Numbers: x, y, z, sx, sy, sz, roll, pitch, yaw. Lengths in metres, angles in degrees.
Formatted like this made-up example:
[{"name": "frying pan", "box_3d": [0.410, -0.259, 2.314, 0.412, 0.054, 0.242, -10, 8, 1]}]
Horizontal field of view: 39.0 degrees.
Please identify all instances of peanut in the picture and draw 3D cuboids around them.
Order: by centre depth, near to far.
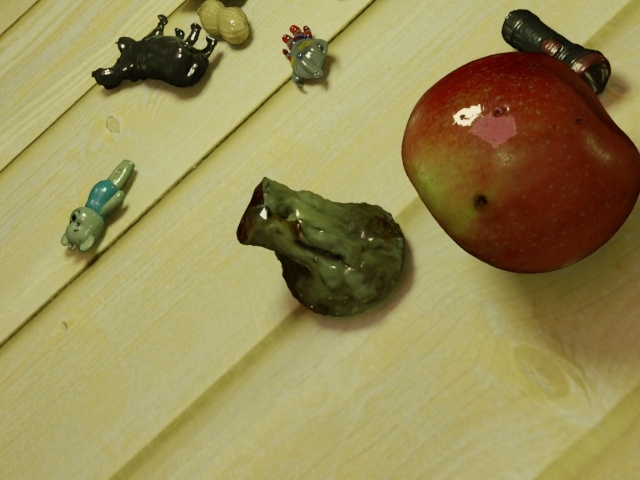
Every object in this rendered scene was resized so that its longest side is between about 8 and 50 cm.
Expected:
[{"name": "peanut", "box_3d": [-0.223, -0.503, 2.068, 0.187, 0.082, 0.082, 31, 80, 41]}]

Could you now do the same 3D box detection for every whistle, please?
[{"name": "whistle", "box_3d": [-0.479, -0.079, 1.959, 0.114, 0.077, 0.235, 14, 67, 43]}]

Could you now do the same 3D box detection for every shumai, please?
[{"name": "shumai", "box_3d": [0.000, 0.000, 1.542, 0.272, 0.203, 0.222, 1, 64, 27]}]

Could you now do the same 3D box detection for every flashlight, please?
[{"name": "flashlight", "box_3d": [0.402, -0.332, 1.577, 0.093, 0.093, 0.232, -40, 49, 4]}]

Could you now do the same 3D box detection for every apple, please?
[{"name": "apple", "box_3d": [0.298, -0.119, 1.348, 0.277, 0.349, 0.348, -40, 47, 25]}]

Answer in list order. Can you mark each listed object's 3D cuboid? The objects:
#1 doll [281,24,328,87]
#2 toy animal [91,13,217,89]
[{"name": "doll", "box_3d": [-0.032, -0.390, 1.892, 0.104, 0.062, 0.194, -34, 43, 7]}, {"name": "toy animal", "box_3d": [-0.384, -0.430, 2.102, 0.343, 0.106, 0.168, 5, 72, 40]}]
